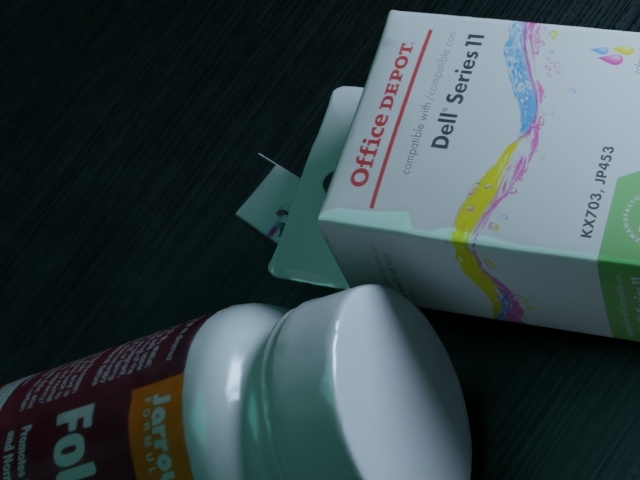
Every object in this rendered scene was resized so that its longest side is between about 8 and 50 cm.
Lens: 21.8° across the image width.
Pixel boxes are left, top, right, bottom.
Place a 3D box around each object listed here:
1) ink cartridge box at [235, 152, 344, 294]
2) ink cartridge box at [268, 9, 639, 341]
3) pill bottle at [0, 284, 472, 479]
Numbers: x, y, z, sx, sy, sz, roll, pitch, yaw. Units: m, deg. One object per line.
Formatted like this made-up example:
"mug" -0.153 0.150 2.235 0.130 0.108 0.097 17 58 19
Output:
"ink cartridge box" 0.000 0.000 1.442 0.061 0.104 0.181 -50 39 -4
"ink cartridge box" 0.133 -0.055 1.266 0.354 0.119 0.207 8 62 21
"pill bottle" -0.097 0.177 1.290 0.392 0.224 0.224 -20 47 30
